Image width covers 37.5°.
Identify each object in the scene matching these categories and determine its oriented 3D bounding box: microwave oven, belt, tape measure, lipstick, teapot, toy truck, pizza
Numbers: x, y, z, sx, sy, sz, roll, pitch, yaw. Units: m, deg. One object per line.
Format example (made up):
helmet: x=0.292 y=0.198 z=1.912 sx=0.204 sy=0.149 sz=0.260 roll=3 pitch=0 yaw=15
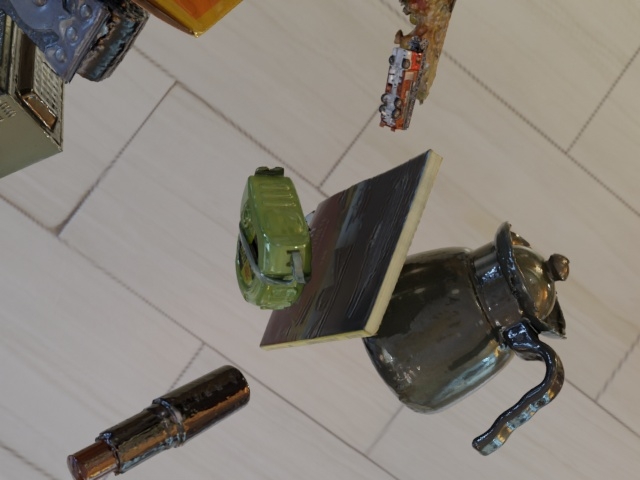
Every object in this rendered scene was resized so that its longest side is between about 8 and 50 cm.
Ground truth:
microwave oven: x=-0.412 y=-0.191 z=1.171 sx=0.163 sy=0.205 sz=0.129 roll=-23 pitch=139 yaw=12
belt: x=-0.271 y=-0.281 z=0.991 sx=0.218 sy=0.122 sz=0.128 roll=45 pitch=116 yaw=10
tape measure: x=-0.063 y=0.016 z=1.278 sx=0.087 sy=0.178 sz=0.154 roll=3 pitch=135 yaw=-22
lipstick: x=-0.229 y=0.267 z=1.358 sx=0.299 sy=0.081 sz=0.081 roll=-25 pitch=99 yaw=-41
teapot: x=0.209 y=0.106 z=1.271 sx=0.285 sy=0.305 sz=0.223 roll=-29 pitch=105 yaw=20
toy truck: x=0.073 y=-0.137 z=0.825 sx=0.032 sy=0.024 sz=0.083 roll=-5 pitch=114 yaw=-38
pizza: x=0.128 y=-0.290 z=1.121 sx=0.069 sy=0.147 sz=0.226 roll=13 pitch=117 yaw=1

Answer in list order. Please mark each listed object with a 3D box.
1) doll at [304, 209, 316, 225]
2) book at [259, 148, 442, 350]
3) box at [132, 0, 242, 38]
doll: x=-0.002 y=0.001 z=1.934 sx=0.110 sy=0.181 sz=0.107 roll=-5 pitch=60 yaw=-15
book: x=0.031 y=0.028 z=1.350 sx=0.028 sy=0.374 sz=0.263 roll=27 pitch=71 yaw=-18
box: x=-0.136 y=-0.396 z=0.884 sx=0.213 sy=0.284 sz=0.259 roll=-34 pitch=126 yaw=29
